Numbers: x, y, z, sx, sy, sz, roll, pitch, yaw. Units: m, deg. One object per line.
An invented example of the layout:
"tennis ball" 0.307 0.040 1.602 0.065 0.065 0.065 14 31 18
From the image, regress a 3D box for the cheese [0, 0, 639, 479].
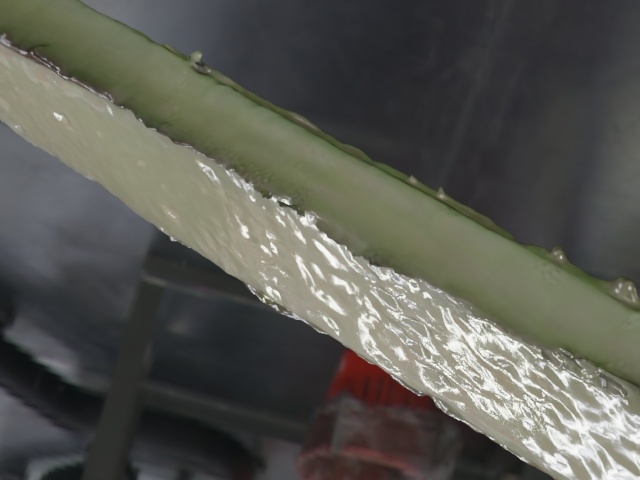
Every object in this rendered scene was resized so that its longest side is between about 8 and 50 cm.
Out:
"cheese" 0.002 -0.001 0.486 0.400 0.034 0.085 31 159 39
